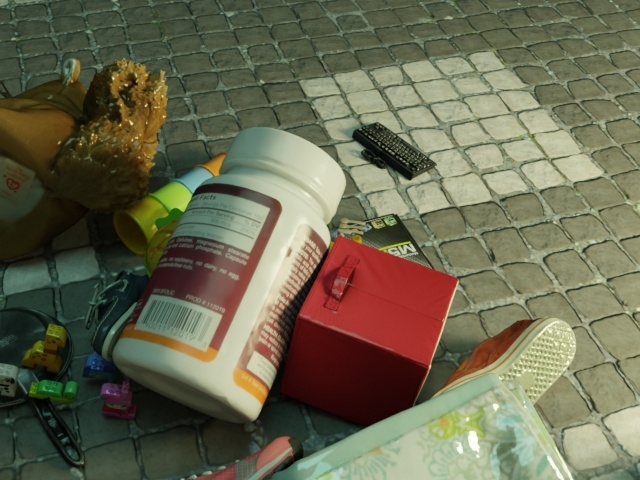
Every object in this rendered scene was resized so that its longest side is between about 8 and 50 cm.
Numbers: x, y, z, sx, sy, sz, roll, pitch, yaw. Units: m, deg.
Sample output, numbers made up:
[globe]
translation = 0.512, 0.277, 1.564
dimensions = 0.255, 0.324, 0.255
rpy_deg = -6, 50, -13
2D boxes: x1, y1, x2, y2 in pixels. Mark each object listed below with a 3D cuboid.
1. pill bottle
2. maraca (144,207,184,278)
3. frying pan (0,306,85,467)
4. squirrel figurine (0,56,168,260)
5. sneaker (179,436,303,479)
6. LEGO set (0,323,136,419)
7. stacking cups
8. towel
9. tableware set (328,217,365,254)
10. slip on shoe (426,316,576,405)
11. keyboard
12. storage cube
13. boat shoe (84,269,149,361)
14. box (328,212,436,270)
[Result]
[pill bottle]
translation = -0.119, 0.045, 1.234
dimensions = 0.224, 0.224, 0.392
rpy_deg = 18, 67, 15
[maraca]
translation = -0.225, 0.007, 1.389
dimensions = 0.127, 0.099, 0.185
rpy_deg = -6, 44, 2
[frying pan]
translation = -0.467, 0.212, 1.258
dimensions = 0.197, 0.053, 0.326
rpy_deg = -10, 42, -13
[squirrel figurine]
translation = -0.452, -0.180, 1.521
dimensions = 0.397, 0.280, 0.370
rpy_deg = -6, 28, 8
[sneaker]
translation = -0.153, 0.340, 1.089
dimensions = 0.136, 0.115, 0.314
rpy_deg = 32, 51, 29
[LEGO set]
translation = -0.369, 0.178, 1.217
dimensions = 0.227, 0.093, 0.087
rpy_deg = 13, 43, -13
[stacking cups]
translation = -0.226, -0.089, 1.551
dimensions = 0.096, 0.096, 0.316
rpy_deg = 32, 50, 27
[towel]
translation = 0.161, 0.363, 1.039
dimensions = 0.375, 0.090, 0.320
rpy_deg = -19, 66, -21
[tableware set]
translation = 0.000, 0.000, 1.462
dimensions = 0.154, 0.024, 0.104
rpy_deg = 7, 47, 6
[slip on shoe]
translation = 0.239, 0.224, 1.252
dimensions = 0.331, 0.123, 0.101
rpy_deg = -36, 17, -24
[keyboard]
translation = 0.140, -0.183, 1.719
dimensions = 0.108, 0.023, 0.180
rpy_deg = -28, 51, -28
[storage cube]
translation = 0.070, 0.141, 1.246
dimensions = 0.193, 0.215, 0.183
rpy_deg = 20, 45, 8
[boat shoe]
translation = -0.309, 0.103, 1.280
dimensions = 0.079, 0.095, 0.254
rpy_deg = 28, 18, -5
[box]
translation = 0.084, 0.042, 1.464
dimensions = 0.191, 0.045, 0.184
rpy_deg = -14, 43, -16
